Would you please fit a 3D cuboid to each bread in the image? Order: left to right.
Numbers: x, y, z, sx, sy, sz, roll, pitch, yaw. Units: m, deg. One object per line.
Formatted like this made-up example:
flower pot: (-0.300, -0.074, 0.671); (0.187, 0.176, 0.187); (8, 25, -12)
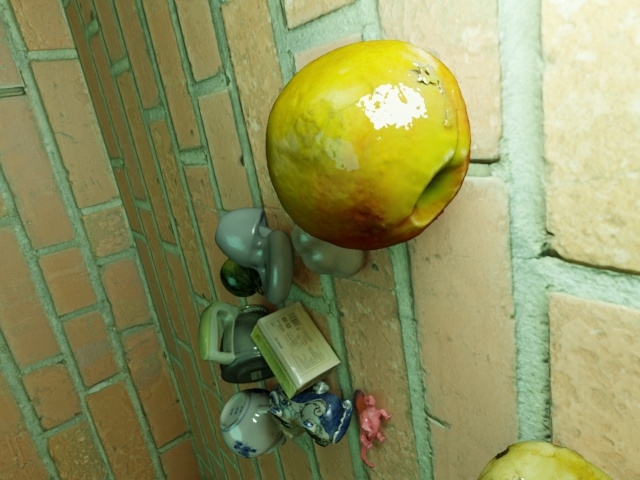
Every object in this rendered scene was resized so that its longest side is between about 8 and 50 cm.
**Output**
bread: (-0.053, 0.561, 1.408); (0.077, 0.152, 0.105); (43, 143, 32)

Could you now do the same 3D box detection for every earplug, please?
earplug: (-0.178, 0.037, 1.269); (0.325, 0.175, 0.214); (49, 143, 26)

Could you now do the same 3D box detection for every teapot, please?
teapot: (-0.265, 0.336, 1.450); (0.239, 0.322, 0.239); (-57, 41, 44)
teapot: (-0.235, 0.715, 1.681); (0.424, 0.252, 0.280); (-30, 118, 33)

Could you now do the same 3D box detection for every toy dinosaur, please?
toy dinosaur: (0.121, 0.514, 1.230); (0.139, 0.070, 0.286); (47, 144, 45)

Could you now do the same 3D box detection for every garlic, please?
garlic: (0.000, 0.000, 1.042); (0.229, 0.143, 0.178); (54, 142, 6)

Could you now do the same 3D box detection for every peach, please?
peach: (0.061, -0.162, 0.735); (0.373, 0.290, 0.372); (31, 129, 47)

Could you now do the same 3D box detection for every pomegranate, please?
pomegranate: (0.362, 0.457, 0.693); (0.260, 0.260, 0.260); (30, 130, 43)

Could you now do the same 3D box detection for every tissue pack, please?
tissue pack: (-0.078, 0.320, 1.298); (0.234, 0.159, 0.125); (53, 143, 22)

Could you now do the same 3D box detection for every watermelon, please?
watermelon: (-0.250, 0.131, 1.450); (0.187, 0.141, 0.140); (43, 138, 27)

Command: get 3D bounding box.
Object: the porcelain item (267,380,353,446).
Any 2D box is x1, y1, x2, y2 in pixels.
porcelain item: (-0.029, 0.500, 1.339); (0.288, 0.186, 0.138); (7, 140, 39)
